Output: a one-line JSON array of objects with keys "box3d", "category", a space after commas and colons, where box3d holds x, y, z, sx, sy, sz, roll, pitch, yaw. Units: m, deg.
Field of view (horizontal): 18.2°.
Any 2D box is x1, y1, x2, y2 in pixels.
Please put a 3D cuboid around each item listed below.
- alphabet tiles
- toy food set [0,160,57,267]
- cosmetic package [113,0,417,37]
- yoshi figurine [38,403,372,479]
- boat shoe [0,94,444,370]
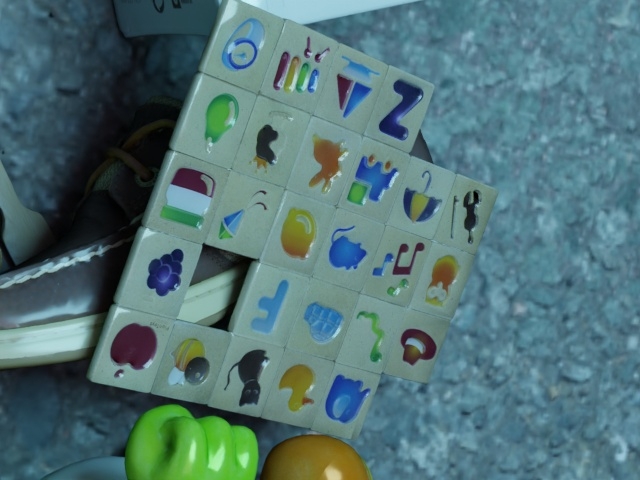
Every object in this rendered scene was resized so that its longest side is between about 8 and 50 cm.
[{"box3d": [0.000, 0.000, 1.042, 0.237, 0.009, 0.198, 18, 93, -46], "category": "alphabet tiles"}, {"box3d": [-0.226, 0.021, 1.027, 0.192, 0.038, 0.132, -38, 125, -20], "category": "toy food set"}, {"box3d": [-0.011, -0.197, 1.068, 0.184, 0.151, 0.151, -14, 102, -24], "category": "cosmetic package"}, {"box3d": [-0.142, 0.127, 0.956, 0.362, 0.203, 0.203, -2, 129, -52], "category": "yoshi figurine"}, {"box3d": [-0.078, -0.017, 1.072, 0.342, 0.123, 0.123, -18, 94, -31], "category": "boat shoe"}]
